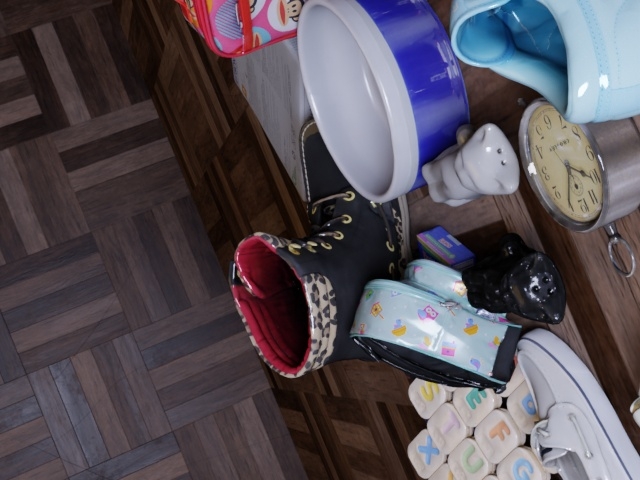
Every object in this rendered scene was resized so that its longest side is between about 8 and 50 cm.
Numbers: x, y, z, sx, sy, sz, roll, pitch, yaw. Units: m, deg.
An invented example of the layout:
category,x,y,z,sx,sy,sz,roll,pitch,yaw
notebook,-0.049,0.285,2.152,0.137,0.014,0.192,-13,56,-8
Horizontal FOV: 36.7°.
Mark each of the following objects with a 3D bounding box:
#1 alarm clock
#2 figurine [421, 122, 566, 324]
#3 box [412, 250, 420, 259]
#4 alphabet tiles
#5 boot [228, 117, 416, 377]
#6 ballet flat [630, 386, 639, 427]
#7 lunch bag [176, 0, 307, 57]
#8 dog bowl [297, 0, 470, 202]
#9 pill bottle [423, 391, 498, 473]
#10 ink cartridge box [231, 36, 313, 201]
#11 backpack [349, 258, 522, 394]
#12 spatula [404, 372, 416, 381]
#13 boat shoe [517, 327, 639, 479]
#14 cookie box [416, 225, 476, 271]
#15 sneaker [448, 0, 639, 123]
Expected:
category,x,y,z,sx,sy,sz,roll,pitch,yaw
alarm clock,0.245,-0.058,0.870,0.129,0.064,0.192,154,97,-74
figurine,0.184,-0.020,0.992,0.209,0.092,0.214,-126,15,-87
box,0.148,0.104,1.459,0.105,0.043,0.179,-175,66,-72
alphabet tiles,0.217,0.277,1.273,0.284,0.021,0.278,60,135,29
boot,0.000,0.000,1.301,0.138,0.284,0.377,-18,84,36
ballet flat,0.319,0.142,0.890,0.072,0.068,0.213,55,160,40
lunch bag,-0.093,-0.383,1.195,0.120,0.258,0.293,54,160,42
dog bowl,0.073,-0.187,1.197,0.265,0.104,0.264,57,161,32
pill bottle,0.218,0.281,1.367,0.169,0.094,0.094,58,162,32
ink cartridge box,-0.069,-0.286,1.607,0.324,0.072,0.330,89,157,-55
backpack,0.135,0.100,1.174,0.166,0.189,0.144,144,138,-82
spatula,0.165,0.229,1.518,0.296,0.030,0.084,54,170,-26
boat shoe,0.282,0.225,1.083,0.096,0.088,0.267,102,144,-65
cookie box,0.173,0.048,1.299,0.092,0.040,0.107,-133,26,-54
sneaker,0.153,-0.220,0.797,0.366,0.150,0.135,52,157,44
